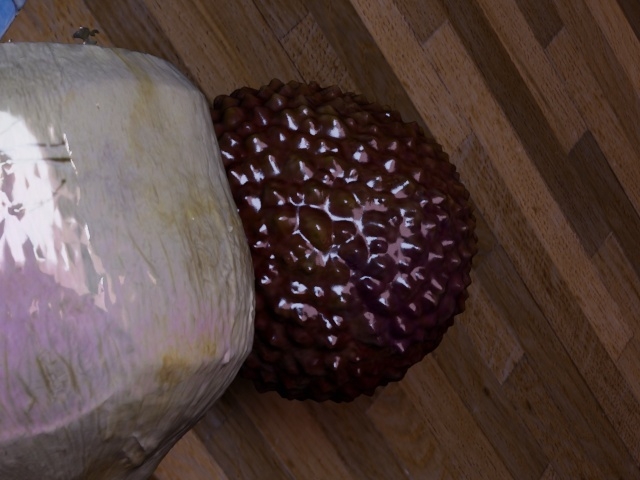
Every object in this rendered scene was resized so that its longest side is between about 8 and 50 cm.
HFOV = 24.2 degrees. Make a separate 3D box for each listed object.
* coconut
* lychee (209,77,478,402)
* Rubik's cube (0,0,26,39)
[{"bbox_3d":[-0.238,0.052,1.166,0.405,0.405,0.404,9,77,-40],"label":"coconut"},{"bbox_3d":[0.000,0.000,1.441,0.330,0.306,0.306,42,57,-24],"label":"lychee"},{"bbox_3d":[-0.353,-0.316,1.156,0.256,0.253,0.259,-66,151,-29],"label":"Rubik's cube"}]
